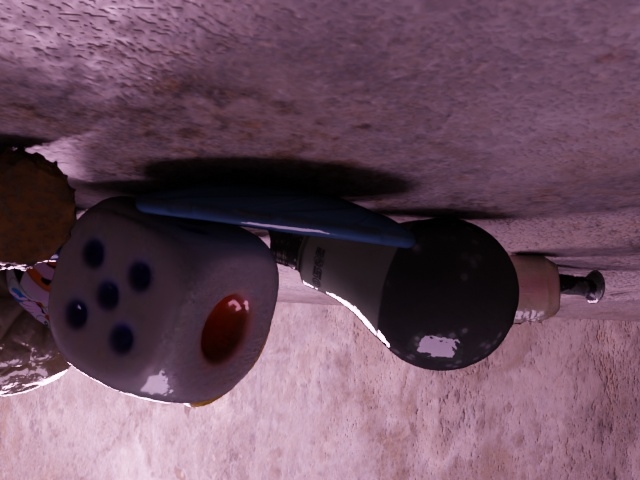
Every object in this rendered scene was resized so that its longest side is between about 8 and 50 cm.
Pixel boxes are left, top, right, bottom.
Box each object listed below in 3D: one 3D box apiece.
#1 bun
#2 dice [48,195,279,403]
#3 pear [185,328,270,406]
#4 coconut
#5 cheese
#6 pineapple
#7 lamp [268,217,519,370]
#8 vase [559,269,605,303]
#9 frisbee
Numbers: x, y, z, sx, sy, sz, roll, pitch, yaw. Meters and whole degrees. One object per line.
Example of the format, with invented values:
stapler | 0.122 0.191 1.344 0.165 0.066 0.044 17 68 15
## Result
bun | -0.463 0.091 1.730 0.205 0.281 0.281 -41 150 28
dice | -0.174 0.064 1.295 0.192 0.194 0.193 22 -169 32
pear | -0.202 0.113 1.717 0.271 0.271 0.271 3 174 0
coconut | 0.301 0.077 1.747 0.124 0.110 0.110 -4 173 8
cheese | -0.340 0.034 1.503 0.217 0.129 0.329 35 163 11
pineapple | -0.322 -0.038 1.100 0.125 0.125 0.251 7 -177 -32
lamp | 0.081 0.062 1.389 0.314 0.182 0.182 1 174 21
vase | 0.388 0.070 1.894 0.167 0.059 0.059 6 173 -27
frisbee | -0.043 -0.034 1.168 0.289 0.049 0.289 8 180 0
